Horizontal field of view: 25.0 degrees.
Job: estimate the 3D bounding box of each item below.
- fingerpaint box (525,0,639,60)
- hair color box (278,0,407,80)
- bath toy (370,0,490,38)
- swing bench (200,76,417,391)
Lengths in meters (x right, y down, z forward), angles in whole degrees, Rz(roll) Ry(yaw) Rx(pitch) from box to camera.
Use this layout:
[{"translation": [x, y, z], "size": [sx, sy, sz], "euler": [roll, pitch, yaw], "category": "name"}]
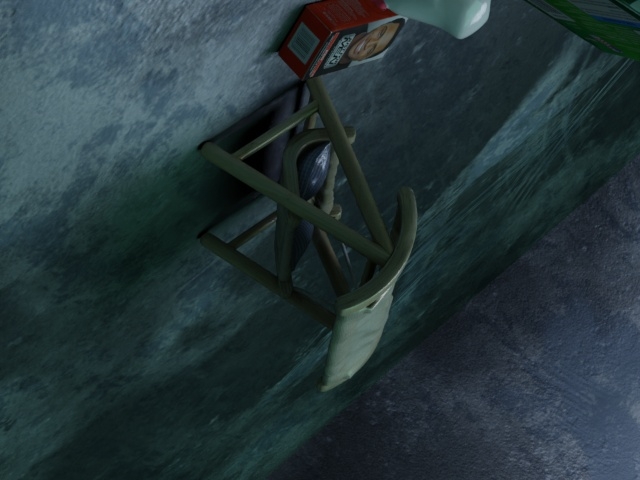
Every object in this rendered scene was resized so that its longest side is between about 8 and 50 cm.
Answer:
[{"translation": [0.343, -0.338, 1.227], "size": [0.371, 0.163, 0.445], "euler": [-58, -171, 7], "category": "fingerpaint box"}, {"translation": [0.027, -0.217, 1.506], "size": [0.141, 0.043, 0.072], "euler": [-24, 156, -47], "category": "hair color box"}, {"translation": [0.110, -0.305, 1.322], "size": [0.129, 0.151, 0.348], "euler": [-2, 162, -3], "category": "bath toy"}, {"translation": [0.000, 0.000, 1.636], "size": [0.165, 0.255, 0.253], "euler": [-35, 163, -20], "category": "swing bench"}]
